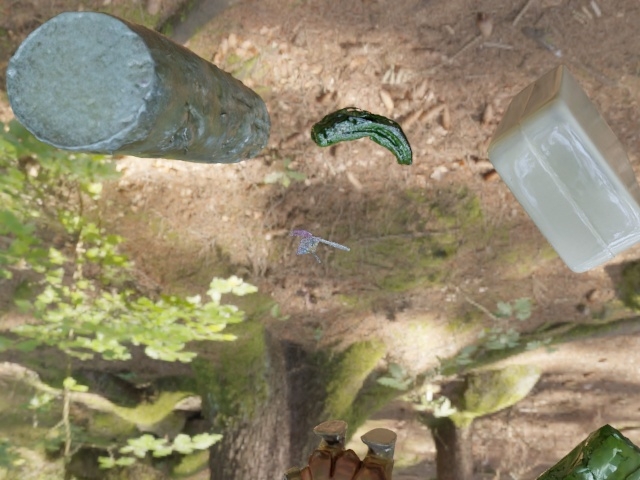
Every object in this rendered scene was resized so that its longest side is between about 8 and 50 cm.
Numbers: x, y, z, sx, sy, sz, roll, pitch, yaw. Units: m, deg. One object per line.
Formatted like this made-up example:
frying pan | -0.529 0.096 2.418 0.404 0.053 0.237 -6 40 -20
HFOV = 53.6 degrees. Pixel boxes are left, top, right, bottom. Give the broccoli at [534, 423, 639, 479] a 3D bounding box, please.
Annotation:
broccoli | 0.141 0.201 0.389 0.194 0.194 0.219 31 178 -44

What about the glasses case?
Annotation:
glasses case | 0.238 -0.086 0.608 0.070 0.313 0.131 -35 95 29

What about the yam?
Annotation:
yam | -0.154 -0.141 0.677 0.133 0.133 0.330 -5 178 23

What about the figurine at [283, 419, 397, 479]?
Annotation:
figurine | 0.002 0.205 0.421 0.111 0.102 0.195 1 -173 26

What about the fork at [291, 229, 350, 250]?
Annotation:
fork | 0.000 -0.001 1.150 0.115 0.012 0.016 16 143 -9

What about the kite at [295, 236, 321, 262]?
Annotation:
kite | -0.019 0.019 0.987 0.044 0.002 0.078 -20 143 -15

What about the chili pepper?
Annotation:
chili pepper | 0.074 -0.164 0.987 0.182 0.050 0.073 12 112 -20
